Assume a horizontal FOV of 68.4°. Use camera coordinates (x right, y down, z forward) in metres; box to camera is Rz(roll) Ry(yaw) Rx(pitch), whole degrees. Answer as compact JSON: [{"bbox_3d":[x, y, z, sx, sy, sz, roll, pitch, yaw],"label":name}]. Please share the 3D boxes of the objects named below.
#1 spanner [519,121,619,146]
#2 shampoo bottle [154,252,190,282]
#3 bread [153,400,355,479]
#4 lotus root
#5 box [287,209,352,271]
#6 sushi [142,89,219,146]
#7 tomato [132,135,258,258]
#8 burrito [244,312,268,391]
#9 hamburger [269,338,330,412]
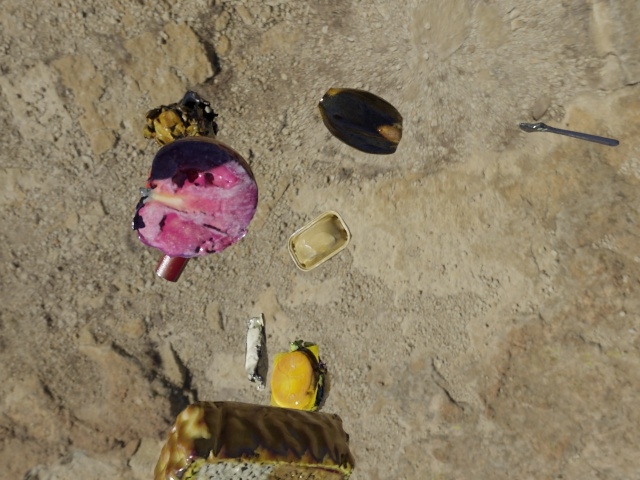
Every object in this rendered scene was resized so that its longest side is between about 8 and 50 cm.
[{"bbox_3d":[0.537,-0.231,1.024,0.208,0.046,0.012,14,85,9],"label":"spanner"},{"bbox_3d":[-0.549,0.035,1.858,0.102,0.064,0.260,32,101,-7],"label":"shampoo bottle"},{"bbox_3d":[-0.082,0.281,0.569,0.222,0.096,0.182,14,116,-21],"label":"bread"},{"bbox_3d":[0.131,-0.398,1.518,0.290,0.193,0.193,21,115,-8],"label":"lotus root"},{"bbox_3d":[0.000,0.000,1.198,0.177,0.111,0.111,-35,100,25],"label":"box"},{"bbox_3d":[-0.475,-0.389,1.611,0.213,0.204,0.200,25,136,8],"label":"sushi"},{"bbox_3d":[-0.324,-0.115,1.253,0.289,0.176,0.335,17,108,-20],"label":"tomato"},{"bbox_3d":[-0.176,0.308,1.309,0.063,0.230,0.058,9,136,-19],"label":"burrito"},{"bbox_3d":[-0.042,0.327,1.092,0.163,0.190,0.093,-7,153,39],"label":"hamburger"}]
